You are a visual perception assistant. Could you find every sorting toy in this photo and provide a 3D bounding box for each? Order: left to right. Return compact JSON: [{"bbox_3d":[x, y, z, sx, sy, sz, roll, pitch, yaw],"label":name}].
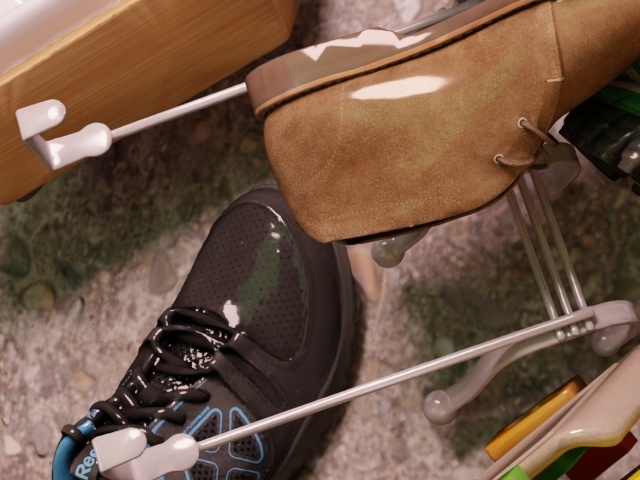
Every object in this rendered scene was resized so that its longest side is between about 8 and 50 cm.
[{"bbox_3d":[0.102,0.133,1.014,0.196,0.348,0.047,-39,86,25],"label":"sorting toy"}]

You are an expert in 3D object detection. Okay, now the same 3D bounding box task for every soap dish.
[{"bbox_3d":[-0.133,-0.160,1.300,0.291,0.118,0.229,-28,26,24],"label":"soap dish"}]

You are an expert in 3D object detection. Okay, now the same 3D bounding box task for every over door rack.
[{"bbox_3d":[0.000,0.000,1.183,0.324,0.108,0.239,-15,67,-7],"label":"over door rack"}]

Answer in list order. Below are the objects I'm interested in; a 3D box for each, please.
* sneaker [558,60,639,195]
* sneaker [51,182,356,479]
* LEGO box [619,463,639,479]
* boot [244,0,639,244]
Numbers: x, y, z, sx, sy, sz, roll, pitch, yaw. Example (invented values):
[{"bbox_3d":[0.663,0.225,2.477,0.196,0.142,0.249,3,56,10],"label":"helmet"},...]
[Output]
[{"bbox_3d":[0.292,-0.049,1.046,0.343,0.134,0.146,30,92,34],"label":"sneaker"},{"bbox_3d":[-0.084,0.119,1.232,0.125,0.140,0.340,16,85,37],"label":"sneaker"},{"bbox_3d":[0.328,0.187,0.843,0.500,0.193,0.372,-43,79,20],"label":"LEGO box"},{"bbox_3d":[0.113,-0.080,1.079,0.305,0.112,0.115,-18,78,19],"label":"boot"}]
